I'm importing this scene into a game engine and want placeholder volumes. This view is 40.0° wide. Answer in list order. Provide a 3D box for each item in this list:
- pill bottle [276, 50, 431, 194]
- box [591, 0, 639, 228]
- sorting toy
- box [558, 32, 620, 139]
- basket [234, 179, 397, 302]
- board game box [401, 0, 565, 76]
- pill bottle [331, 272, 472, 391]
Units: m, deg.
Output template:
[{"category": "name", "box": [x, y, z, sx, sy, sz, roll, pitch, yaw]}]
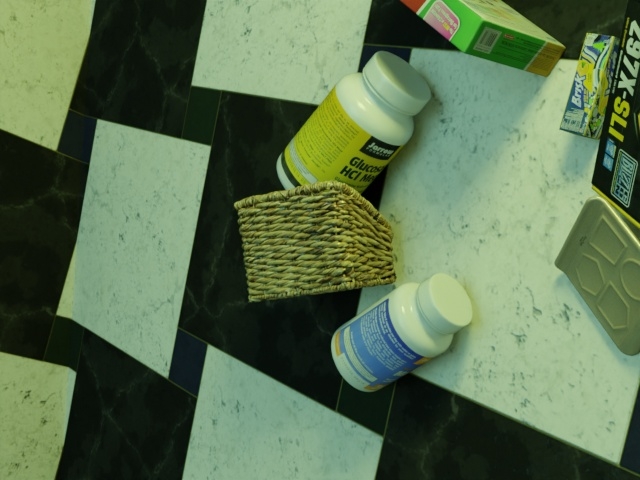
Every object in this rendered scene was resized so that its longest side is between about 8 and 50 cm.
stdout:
[{"category": "pill bottle", "box": [0.070, -0.219, 1.810, 0.334, 0.188, 0.188, -48, 53, 33]}, {"category": "box", "box": [0.512, -0.171, 1.271, 0.257, 0.079, 0.322, -113, 22, -58]}, {"category": "sorting toy", "box": [0.475, 0.056, 1.409, 0.208, 0.038, 0.193, 57, 155, 31]}, {"category": "box", "box": [0.462, -0.260, 1.485, 0.054, 0.059, 0.169, 24, 104, 45]}, {"category": "basket", "box": [0.000, 0.000, 1.832, 0.299, 0.213, 0.223, -11, 86, 39]}, {"category": "board game box", "box": [0.258, -0.421, 1.592, 0.316, 0.242, 0.064, 51, 124, 38]}, {"category": "pill bottle", "box": [0.159, 0.175, 1.699, 0.272, 0.152, 0.152, -38, 60, 38]}]
